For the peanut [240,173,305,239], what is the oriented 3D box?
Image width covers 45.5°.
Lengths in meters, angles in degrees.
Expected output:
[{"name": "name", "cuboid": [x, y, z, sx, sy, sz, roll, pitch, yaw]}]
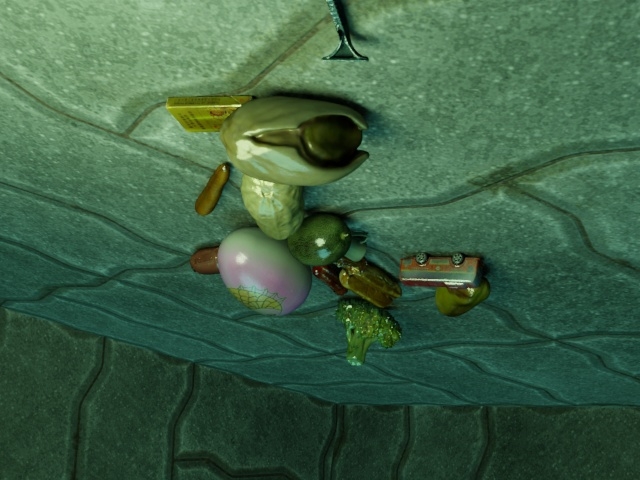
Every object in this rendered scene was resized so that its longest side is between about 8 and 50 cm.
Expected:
[{"name": "peanut", "cuboid": [-0.088, -0.072, 1.478, 0.123, 0.124, 0.257, 7, 158, 6]}]

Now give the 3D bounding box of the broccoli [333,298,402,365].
[{"name": "broccoli", "cuboid": [0.128, 0.276, 2.246, 0.219, 0.194, 0.194, 9, 161, 18]}]

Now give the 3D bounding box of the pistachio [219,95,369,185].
[{"name": "pistachio", "cuboid": [-0.040, -0.157, 1.203, 0.237, 0.138, 0.153, 2, -166, -2]}]

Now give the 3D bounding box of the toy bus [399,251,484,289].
[{"name": "toy bus", "cuboid": [0.281, 0.073, 1.779, 0.192, 0.077, 0.065, 0, 161, 25]}]

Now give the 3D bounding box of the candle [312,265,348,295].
[{"name": "candle", "cuboid": [0.030, 0.095, 1.947, 0.048, 0.051, 0.329, 20, 172, 15]}]

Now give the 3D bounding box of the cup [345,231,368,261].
[{"name": "cup", "cuboid": [0.066, 0.007, 1.729, 0.083, 0.055, 0.075, 27, 155, -36]}]

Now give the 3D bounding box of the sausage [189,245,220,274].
[{"name": "sausage", "cuboid": [-0.281, 0.053, 1.991, 0.141, 0.076, 0.076, -5, 156, 35]}]

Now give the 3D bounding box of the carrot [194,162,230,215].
[{"name": "carrot", "cuboid": [-0.221, -0.104, 1.572, 0.043, 0.043, 0.248, 15, 158, -15]}]

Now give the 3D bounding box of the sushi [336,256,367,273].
[{"name": "sushi", "cuboid": [0.055, 0.039, 1.833, 0.120, 0.052, 0.055, 17, 144, -27]}]

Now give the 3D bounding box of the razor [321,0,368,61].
[{"name": "razor", "cuboid": [0.014, -0.294, 0.956, 0.066, 0.033, 0.190, 4, 154, 16]}]

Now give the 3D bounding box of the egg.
[{"name": "egg", "cuboid": [-0.134, 0.068, 1.795, 0.196, 0.196, 0.271, -9, 139, 41]}]

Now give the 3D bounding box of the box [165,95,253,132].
[{"name": "box", "cuboid": [-0.171, -0.210, 1.278, 0.156, 0.022, 0.089, 1, 160, 21]}]

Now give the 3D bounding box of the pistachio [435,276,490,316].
[{"name": "pistachio", "cuboid": [0.349, 0.119, 1.858, 0.110, 0.100, 0.189, -8, 157, -20]}]

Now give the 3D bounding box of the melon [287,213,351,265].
[{"name": "melon", "cuboid": [0.000, 0.000, 1.647, 0.114, 0.114, 0.167, 26, 157, -38]}]

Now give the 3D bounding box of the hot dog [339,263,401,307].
[{"name": "hot dog", "cuboid": [0.134, 0.113, 1.967, 0.092, 0.062, 0.235, -37, 139, 16]}]
